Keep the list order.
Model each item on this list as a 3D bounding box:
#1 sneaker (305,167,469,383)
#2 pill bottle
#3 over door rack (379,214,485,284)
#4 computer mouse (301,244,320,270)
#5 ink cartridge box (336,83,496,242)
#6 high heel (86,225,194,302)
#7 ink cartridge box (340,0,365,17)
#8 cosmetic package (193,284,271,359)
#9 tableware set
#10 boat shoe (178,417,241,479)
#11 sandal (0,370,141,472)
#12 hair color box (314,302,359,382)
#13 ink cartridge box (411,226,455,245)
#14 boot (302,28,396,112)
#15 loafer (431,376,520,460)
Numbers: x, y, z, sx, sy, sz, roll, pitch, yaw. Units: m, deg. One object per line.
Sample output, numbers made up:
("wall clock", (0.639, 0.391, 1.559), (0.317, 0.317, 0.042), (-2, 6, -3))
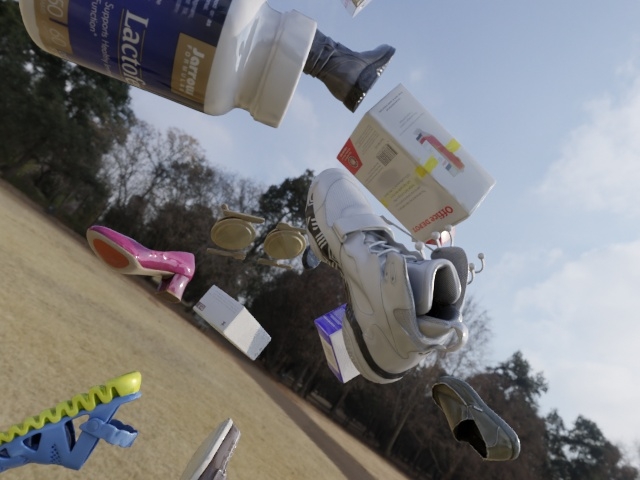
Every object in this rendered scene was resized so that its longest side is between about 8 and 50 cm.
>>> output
("sneaker", (0.098, 0.018, 0.672), (0.137, 0.366, 0.210), (-5, -22, -30))
("pill bottle", (-0.147, -0.227, 0.473), (0.264, 0.153, 0.153), (19, -12, -12))
("over door rack", (0.228, 0.011, 1.089), (0.324, 0.108, 0.239), (25, 23, 26))
("computer mouse", (0.000, 0.000, 1.503), (0.041, 0.242, 0.071), (-4, -46, 47))
("ink cartridge box", (0.264, -0.208, 1.289), (0.385, 0.160, 0.279), (46, -22, 0))
("high heel", (-0.539, 0.030, 1.361), (0.127, 0.182, 0.377), (-9, -40, 22))
("ink cartridge box", (0.040, -0.582, 0.887), (0.219, 0.092, 0.160), (51, 12, -16))
("cosmetic package", (-0.223, 0.219, 1.151), (0.117, 0.085, 0.231), (31, -21, 26))
("tableware set", (-0.121, -0.011, 0.884), (0.194, 0.039, 0.128), (13, -46, -24))
("boat shoe", (-0.246, 0.520, 0.885), (0.096, 0.324, 0.116), (39, -47, -7))
("sandal", (-0.486, 0.378, 0.845), (0.138, 0.317, 0.126), (66, -15, 6))
("hair color box", (0.167, 0.260, 1.347), (0.110, 0.338, 0.185), (35, -35, 58))
("ink cartridge box", (0.422, -0.088, 1.661), (0.128, 0.127, 0.177), (11, -63, 41))
("boot", (0.059, -0.482, 1.138), (0.222, 0.338, 0.118), (34, -50, -4))
("loafer", (0.333, 0.403, 1.012), (0.087, 0.095, 0.251), (-8, 19, -24))
